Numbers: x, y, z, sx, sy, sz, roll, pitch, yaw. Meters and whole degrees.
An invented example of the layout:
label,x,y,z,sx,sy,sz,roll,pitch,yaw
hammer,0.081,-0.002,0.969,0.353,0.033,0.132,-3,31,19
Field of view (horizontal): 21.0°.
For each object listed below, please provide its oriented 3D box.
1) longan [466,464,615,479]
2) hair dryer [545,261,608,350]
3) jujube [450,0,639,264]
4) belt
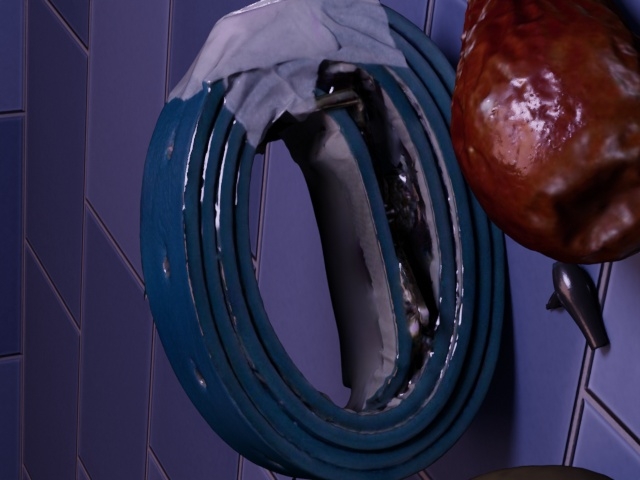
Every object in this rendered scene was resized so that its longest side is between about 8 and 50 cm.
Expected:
label,x,y,z,sx,sy,sz,roll,pitch,yaw
longan,0.169,0.286,1.378,0.246,0.215,0.246,-35,34,28
hair dryer,0.209,0.058,1.438,0.083,0.031,0.079,122,127,-75
jujube,0.180,-0.103,1.263,0.190,0.190,0.255,110,160,-47
belt,0.001,0.001,1.536,0.173,0.300,0.436,161,100,-66
